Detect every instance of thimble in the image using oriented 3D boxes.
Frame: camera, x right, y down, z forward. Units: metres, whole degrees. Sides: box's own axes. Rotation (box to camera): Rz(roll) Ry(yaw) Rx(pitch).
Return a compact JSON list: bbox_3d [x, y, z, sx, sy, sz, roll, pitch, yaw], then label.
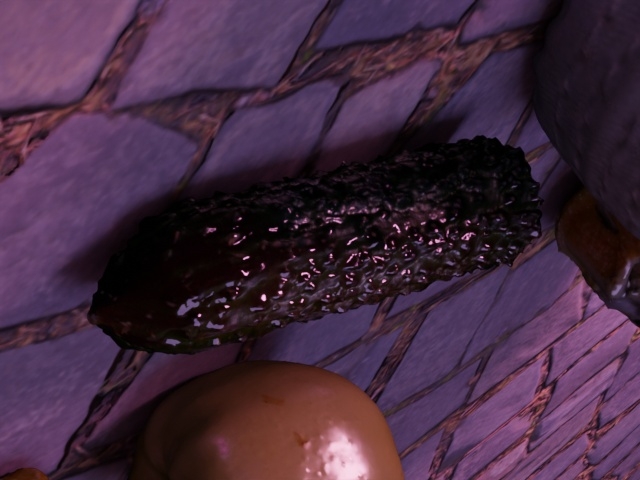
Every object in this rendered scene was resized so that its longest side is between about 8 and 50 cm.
[{"bbox_3d":[0.254,-0.108,1.239,0.205,0.172,0.250,-39,157,2],"label":"thimble"}]

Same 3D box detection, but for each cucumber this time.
[{"bbox_3d":[0.000,0.000,1.101,0.359,0.096,0.096,-13,144,-49],"label":"cucumber"}]

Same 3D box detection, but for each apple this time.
[{"bbox_3d":[-0.035,0.171,1.235,0.200,0.200,0.200,-36,158,-17],"label":"apple"}]

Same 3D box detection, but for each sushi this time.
[{"bbox_3d":[0.315,-0.002,1.517,0.274,0.184,0.139,-17,149,-51],"label":"sushi"}]

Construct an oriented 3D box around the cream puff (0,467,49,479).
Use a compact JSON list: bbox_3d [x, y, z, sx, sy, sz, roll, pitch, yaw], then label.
[{"bbox_3d":[-0.196,0.220,1.131,0.146,0.116,0.146,-35,154,-20],"label":"cream puff"}]
